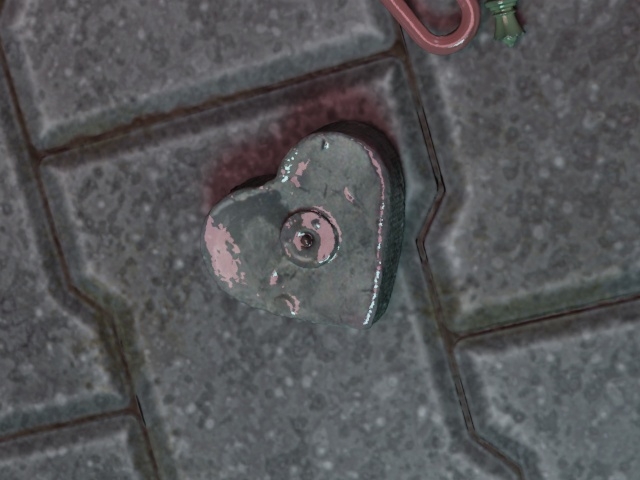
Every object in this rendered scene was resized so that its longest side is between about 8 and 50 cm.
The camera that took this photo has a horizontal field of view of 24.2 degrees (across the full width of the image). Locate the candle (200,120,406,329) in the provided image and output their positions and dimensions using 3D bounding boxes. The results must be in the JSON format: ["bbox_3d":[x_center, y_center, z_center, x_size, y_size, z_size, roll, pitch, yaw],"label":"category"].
[{"bbox_3d":[0.000,0.000,1.274,0.192,0.068,0.168,-37,89,22],"label":"candle"}]

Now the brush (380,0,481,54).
[{"bbox_3d":[0.048,-0.252,1.230,0.103,0.047,0.233,-39,88,18],"label":"brush"}]

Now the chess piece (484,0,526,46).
[{"bbox_3d":[0.146,-0.203,1.215,0.042,0.042,0.093,-10,103,18],"label":"chess piece"}]
